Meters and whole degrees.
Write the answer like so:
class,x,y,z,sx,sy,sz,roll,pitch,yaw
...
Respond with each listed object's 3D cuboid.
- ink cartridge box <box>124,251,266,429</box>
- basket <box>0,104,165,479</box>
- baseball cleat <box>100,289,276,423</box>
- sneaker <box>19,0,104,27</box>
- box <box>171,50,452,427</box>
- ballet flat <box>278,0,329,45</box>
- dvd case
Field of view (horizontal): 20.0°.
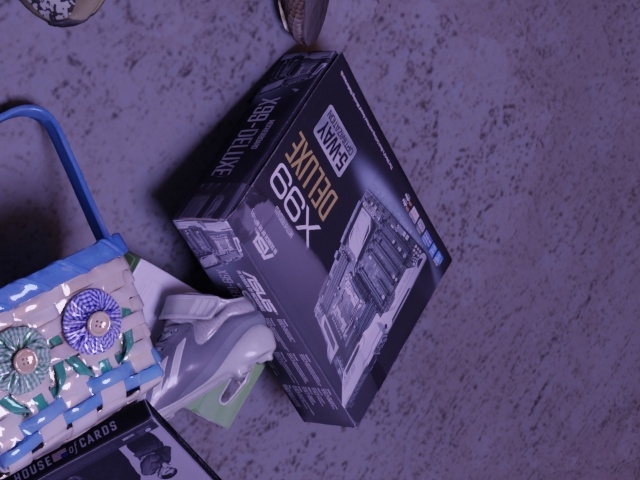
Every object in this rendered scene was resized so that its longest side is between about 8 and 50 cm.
class,x,y,z,sx,sy,sz,roll,pitch,yaw
ink cartridge box,-0.150,0.097,1.804,0.209,0.062,0.109,34,84,-41
basket,-0.283,0.046,1.605,0.255,0.201,0.289,-31,88,-28
baseball cleat,-0.147,0.116,1.734,0.206,0.072,0.109,-28,83,-6
sneaker,-0.299,-0.340,1.442,0.182,0.158,0.410,-51,127,-47
box,0.000,0.000,1.841,0.242,0.077,0.307,-58,134,-33
ballet flat,-0.025,-0.312,1.777,0.084,0.058,0.249,-58,150,-58
dvd case,-0.197,0.251,1.749,0.179,0.029,0.238,-29,146,2
